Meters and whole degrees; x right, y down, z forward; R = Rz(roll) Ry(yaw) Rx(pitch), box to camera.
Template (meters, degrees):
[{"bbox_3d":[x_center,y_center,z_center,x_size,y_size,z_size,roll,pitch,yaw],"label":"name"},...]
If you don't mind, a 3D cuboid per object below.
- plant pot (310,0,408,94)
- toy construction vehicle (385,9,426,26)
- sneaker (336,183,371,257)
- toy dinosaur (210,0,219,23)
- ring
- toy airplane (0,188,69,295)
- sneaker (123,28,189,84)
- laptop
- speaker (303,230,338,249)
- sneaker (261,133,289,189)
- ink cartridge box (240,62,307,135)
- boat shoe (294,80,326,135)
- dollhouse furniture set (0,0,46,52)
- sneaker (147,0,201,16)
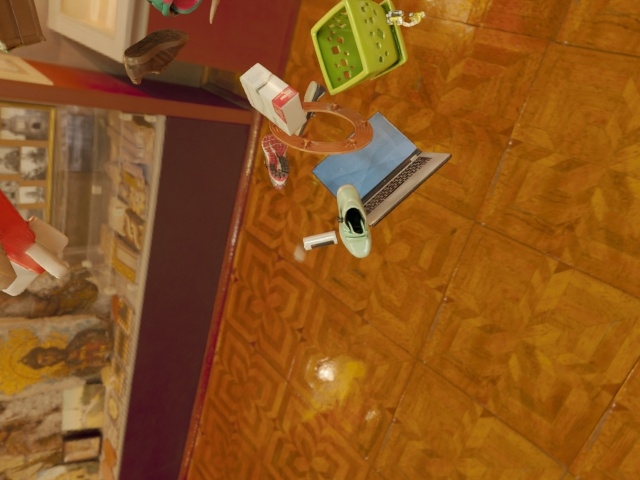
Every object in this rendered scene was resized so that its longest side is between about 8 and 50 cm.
[{"bbox_3d":[0.133,-0.619,1.458,0.227,0.207,0.228,-2,109,61],"label":"plant pot"},{"bbox_3d":[0.200,-0.532,1.107,0.098,0.086,0.035,8,113,20],"label":"toy construction vehicle"},{"bbox_3d":[0.102,-0.023,1.373,0.151,0.094,0.256,-95,-10,-57],"label":"sneaker"},{"bbox_3d":[-0.357,-0.832,1.390,0.200,0.127,0.296,-111,-2,-56],"label":"toy dinosaur"},{"bbox_3d":[0.005,-0.373,1.462,0.336,0.336,0.032,42,142,32],"label":"ring"},{"bbox_3d":[-0.628,-0.039,0.779,0.384,0.272,0.386,53,151,-1],"label":"toy airplane"},{"bbox_3d":[-0.370,-0.418,1.036,0.066,0.188,0.071,29,139,12],"label":"sneaker"},{"bbox_3d":[0.212,-0.290,1.760,0.382,0.236,0.408,-42,17,0],"label":"laptop"},{"bbox_3d":[0.000,0.000,1.860,0.136,0.055,0.055,-12,86,6],"label":"speaker"},{"bbox_3d":[-0.208,-0.370,2.105,0.112,0.120,0.299,100,166,-58],"label":"sneaker"},{"bbox_3d":[-0.102,-0.309,1.007,0.056,0.099,0.135,-44,68,-10],"label":"ink cartridge box"},{"bbox_3d":[-0.037,-0.474,1.687,0.206,0.064,0.075,-67,30,20],"label":"boat shoe"},{"bbox_3d":[-0.900,-0.682,1.241,0.151,0.198,0.302,3,120,4],"label":"dollhouse furniture set"},{"bbox_3d":[-0.302,-0.546,0.898,0.123,0.178,0.296,-34,41,34],"label":"sneaker"}]
